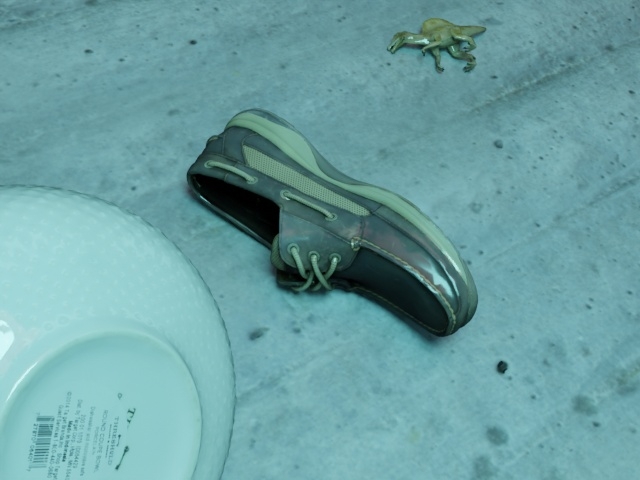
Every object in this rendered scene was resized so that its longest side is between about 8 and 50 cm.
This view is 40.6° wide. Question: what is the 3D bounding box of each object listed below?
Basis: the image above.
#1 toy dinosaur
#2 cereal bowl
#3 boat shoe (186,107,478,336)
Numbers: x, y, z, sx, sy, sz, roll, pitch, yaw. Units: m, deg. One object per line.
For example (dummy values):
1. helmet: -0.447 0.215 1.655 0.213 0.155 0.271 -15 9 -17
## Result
1. toy dinosaur: 0.189 -0.289 1.233 0.183 0.053 0.093 -14 56 -24
2. cereal bowl: -0.187 0.131 0.607 0.141 0.339 0.339 6 35 45
3. boat shoe: 0.000 0.000 0.917 0.355 0.132 0.130 36 61 25
